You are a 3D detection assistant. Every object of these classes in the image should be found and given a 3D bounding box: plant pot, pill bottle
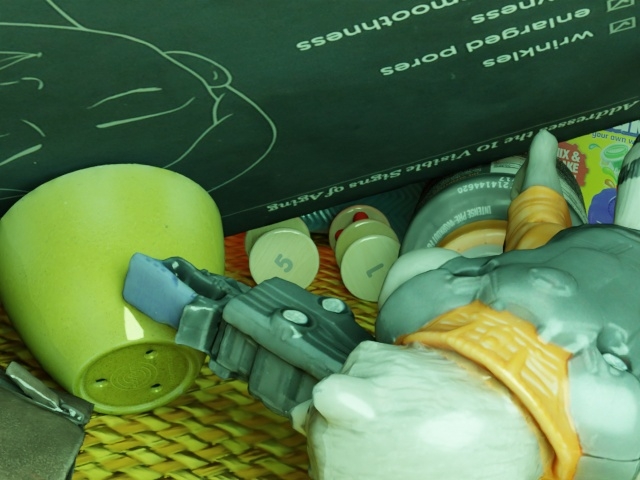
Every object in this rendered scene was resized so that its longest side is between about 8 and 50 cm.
[{"bbox_3d":[-0.109,0.038,0.681,0.134,0.134,0.095,0,47,-24],"label":"plant pot"},{"bbox_3d":[0.122,0.008,0.852,0.131,0.130,0.245,8,14,8],"label":"pill bottle"}]

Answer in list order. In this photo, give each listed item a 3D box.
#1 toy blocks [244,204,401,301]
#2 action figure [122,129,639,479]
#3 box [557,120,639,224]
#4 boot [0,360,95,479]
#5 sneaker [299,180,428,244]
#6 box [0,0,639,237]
[{"bbox_3d":[0.000,0.000,0.987,0.123,0.054,0.148,5,14,-7],"label":"toy blocks"},{"bbox_3d":[0.078,0.019,0.558,0.341,0.178,0.330,25,34,21],"label":"action figure"},{"bbox_3d":[0.372,-0.057,1.115,0.290,0.177,0.279,18,19,39],"label":"box"},{"bbox_3d":[-0.221,0.071,0.627,0.207,0.090,0.248,17,8,-11],"label":"boot"},{"bbox_3d":[0.050,-0.040,1.105,0.229,0.087,0.092,10,12,7],"label":"sneaker"},{"bbox_3d":[-0.073,-0.203,0.656,0.480,0.297,0.472,-15,-18,11],"label":"box"}]
